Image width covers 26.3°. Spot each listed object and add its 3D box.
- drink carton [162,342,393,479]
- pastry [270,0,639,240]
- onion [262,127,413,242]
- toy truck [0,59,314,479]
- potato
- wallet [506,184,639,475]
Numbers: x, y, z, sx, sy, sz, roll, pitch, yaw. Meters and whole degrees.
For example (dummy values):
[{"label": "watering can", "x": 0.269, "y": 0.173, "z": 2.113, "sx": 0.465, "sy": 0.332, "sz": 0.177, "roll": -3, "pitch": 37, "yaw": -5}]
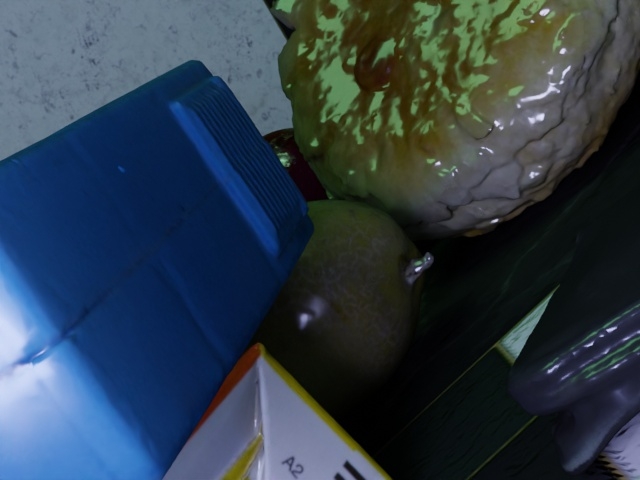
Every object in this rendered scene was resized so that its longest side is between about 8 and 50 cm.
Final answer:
[{"label": "drink carton", "x": -0.122, "y": 0.194, "z": 0.723, "sx": 0.351, "sy": 0.111, "sz": 0.154, "roll": -37, "pitch": 8, "yaw": 47}, {"label": "pastry", "x": 0.105, "y": -0.145, "z": 1.026, "sx": 0.329, "sy": 0.136, "sz": 0.330, "roll": -22, "pitch": 59, "yaw": 41}, {"label": "onion", "x": 0.008, "y": -0.002, "z": 1.188, "sx": 0.135, "sy": 0.173, "sz": 0.198, "roll": -14, "pitch": 72, "yaw": 57}, {"label": "toy truck", "x": -0.122, "y": 0.025, "z": 0.635, "sx": 0.162, "sy": 0.161, "sz": 0.385, "roll": -33, "pitch": 7, "yaw": 16}, {"label": "potato", "x": -0.031, "y": 0.057, "z": 0.897, "sx": 0.251, "sy": 0.159, "sz": 0.174, "roll": -25, "pitch": 49, "yaw": 33}, {"label": "wallet", "x": 0.225, "y": -0.055, "z": 0.483, "sx": 0.377, "sy": 0.051, "sz": 0.197, "roll": -39, "pitch": 4, "yaw": 30}]
